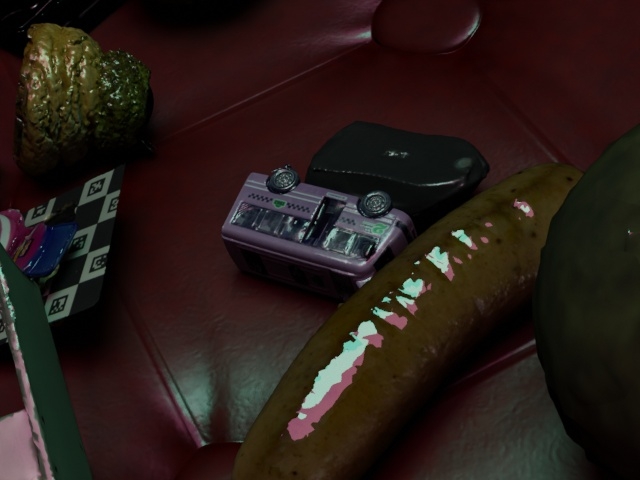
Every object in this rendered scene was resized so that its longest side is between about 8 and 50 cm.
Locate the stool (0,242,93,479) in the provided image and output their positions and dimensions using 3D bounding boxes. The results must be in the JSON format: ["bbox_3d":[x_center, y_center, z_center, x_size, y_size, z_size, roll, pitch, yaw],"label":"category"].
[{"bbox_3d":[-0.368,0.173,1.153,0.244,0.170,0.269,-18,69,-3],"label":"stool"}]

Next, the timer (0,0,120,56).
[{"bbox_3d":[-0.368,-0.332,1.691,0.144,0.055,0.187,26,60,30],"label":"timer"}]

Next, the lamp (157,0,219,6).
[{"bbox_3d":[-0.157,-0.424,1.623,0.250,0.284,0.250,-31,49,43],"label":"lamp"}]

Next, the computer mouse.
[{"bbox_3d":[0.086,-0.071,1.362,0.217,0.073,0.122,15,42,33],"label":"computer mouse"}]

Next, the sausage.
[{"bbox_3d":[0.092,0.087,1.203,0.501,0.123,0.136,-41,86,-20],"label":"sausage"}]

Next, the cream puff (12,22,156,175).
[{"bbox_3d":[-0.277,-0.161,1.482,0.169,0.183,0.183,7,49,-12],"label":"cream puff"}]

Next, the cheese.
[{"bbox_3d":[-0.366,0.019,1.360,0.244,0.062,0.155,-7,47,37],"label":"cheese"}]

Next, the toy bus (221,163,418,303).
[{"bbox_3d":[0.000,0.000,1.310,0.199,0.096,0.108,16,60,26],"label":"toy bus"}]

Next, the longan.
[{"bbox_3d":[0.364,0.060,0.997,0.391,0.391,0.391,-6,50,8],"label":"longan"}]

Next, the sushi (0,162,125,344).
[{"bbox_3d":[-0.287,0.035,1.369,0.192,0.050,0.215,-23,41,24],"label":"sushi"}]
